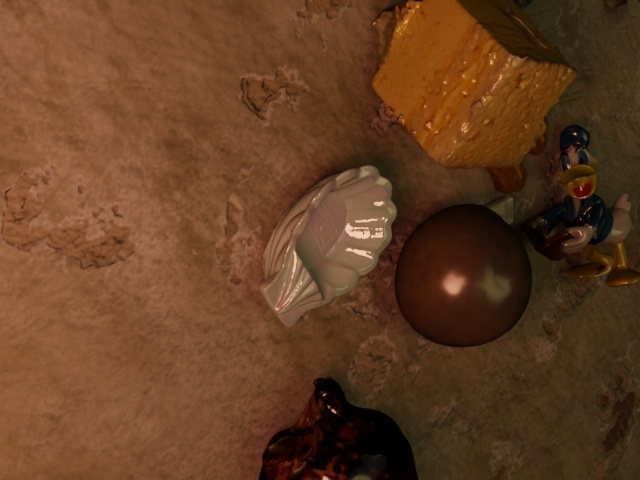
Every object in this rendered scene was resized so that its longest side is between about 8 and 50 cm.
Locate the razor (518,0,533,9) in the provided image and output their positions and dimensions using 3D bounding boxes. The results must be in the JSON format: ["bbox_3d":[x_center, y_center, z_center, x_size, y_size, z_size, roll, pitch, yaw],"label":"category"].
[{"bbox_3d":[0.314,-0.514,1.914,0.111,0.056,0.278,-39,132,19],"label":"razor"}]

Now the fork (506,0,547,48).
[{"bbox_3d":[0.322,-0.339,1.705,0.016,0.115,0.012,-3,142,-43],"label":"fork"}]

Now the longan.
[{"bbox_3d":[0.251,0.065,1.919,0.258,0.258,0.258,-16,115,-40],"label":"longan"}]

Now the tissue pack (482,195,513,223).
[{"bbox_3d":[0.335,-0.045,2.105,0.108,0.023,0.056,-25,120,-35],"label":"tissue pack"}]

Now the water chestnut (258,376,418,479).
[{"bbox_3d":[0.039,0.382,1.798,0.289,0.289,0.244,-5,127,-43],"label":"water chestnut"}]

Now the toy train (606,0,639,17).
[{"bbox_3d":[0.652,-0.600,2.134,0.129,0.159,0.326,-27,125,-32],"label":"toy train"}]

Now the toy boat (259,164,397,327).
[{"bbox_3d":[0.000,0.000,1.744,0.290,0.100,0.199,-49,131,-22],"label":"toy boat"}]

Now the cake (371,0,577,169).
[{"bbox_3d":[0.234,-0.286,1.776,0.227,0.286,0.222,-2,134,-46],"label":"cake"}]

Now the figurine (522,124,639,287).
[{"bbox_3d":[0.512,-0.065,2.208,0.283,0.204,0.338,-17,103,-32],"label":"figurine"}]

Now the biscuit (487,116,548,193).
[{"bbox_3d":[0.343,-0.218,2.043,0.295,0.044,0.186,39,74,-44],"label":"biscuit"}]
